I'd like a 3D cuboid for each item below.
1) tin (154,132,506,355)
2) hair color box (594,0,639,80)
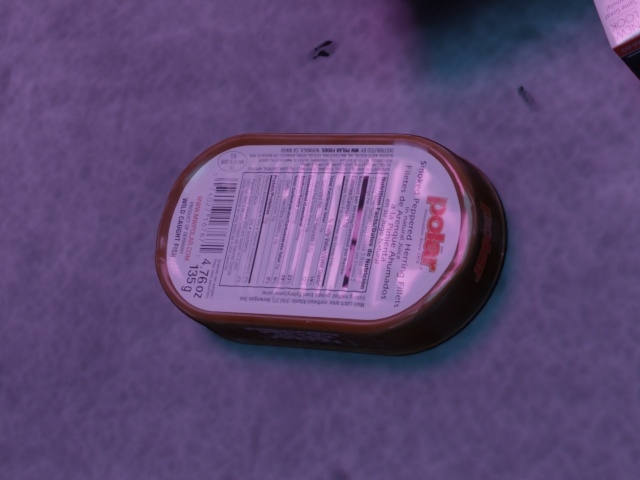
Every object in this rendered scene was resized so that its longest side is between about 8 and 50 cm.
[{"bbox_3d":[0.000,0.000,0.977,0.190,0.040,0.106,2,77,33],"label":"tin"},{"bbox_3d":[0.161,-0.166,0.928,0.093,0.053,0.167,-27,60,20],"label":"hair color box"}]
